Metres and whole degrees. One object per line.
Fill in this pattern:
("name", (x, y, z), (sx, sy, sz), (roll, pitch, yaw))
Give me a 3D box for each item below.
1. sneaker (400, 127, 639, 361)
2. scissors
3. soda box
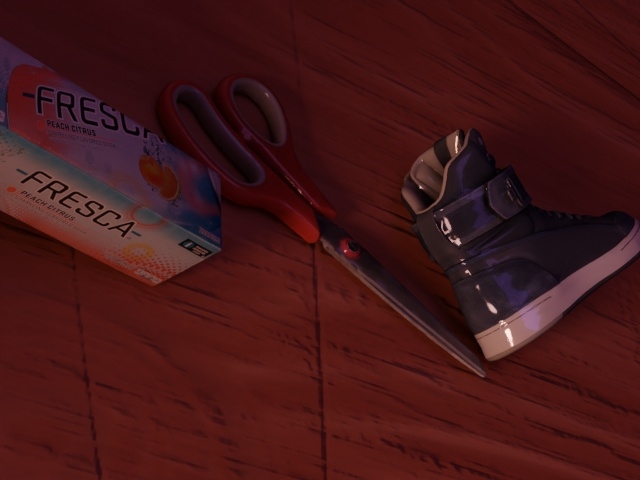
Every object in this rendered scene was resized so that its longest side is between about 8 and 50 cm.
("sneaker", (0.160, -0.023, 0.881), (0.226, 0.086, 0.163), (-27, 82, -46))
("scissors", (0.000, 0.000, 0.783), (0.297, 0.021, 0.109), (53, 39, 3))
("soda box", (-0.138, -0.041, 0.626), (0.183, 0.063, 0.058), (32, 42, -42))
